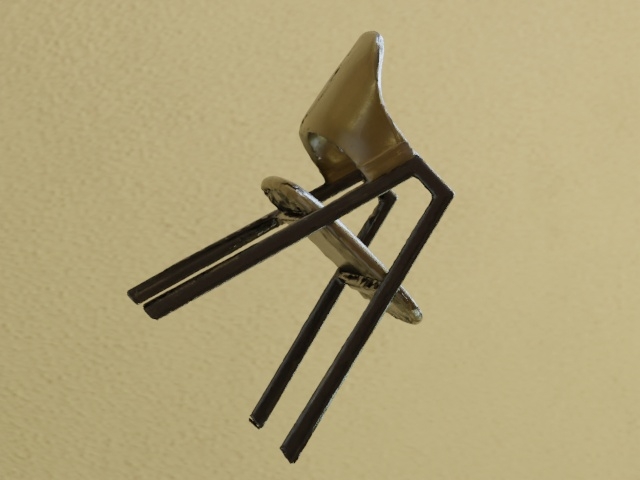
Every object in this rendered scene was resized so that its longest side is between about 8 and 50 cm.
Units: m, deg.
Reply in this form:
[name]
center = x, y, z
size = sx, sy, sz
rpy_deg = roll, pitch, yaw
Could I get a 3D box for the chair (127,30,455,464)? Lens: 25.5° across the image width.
[chair]
center = 0.000, 0.000, 0.975
size = 0.247, 0.159, 0.172
rpy_deg = -43, -82, -7
